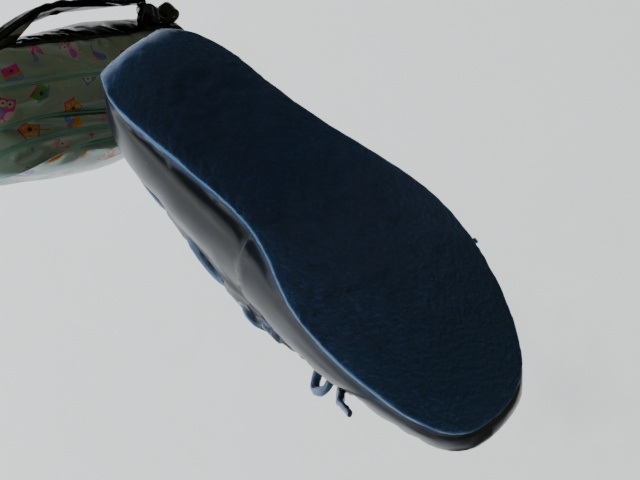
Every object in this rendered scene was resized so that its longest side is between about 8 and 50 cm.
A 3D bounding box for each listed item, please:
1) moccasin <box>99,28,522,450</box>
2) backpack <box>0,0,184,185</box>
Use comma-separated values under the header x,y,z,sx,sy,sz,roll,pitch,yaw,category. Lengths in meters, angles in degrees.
x,y,z,sx,sy,sz,roll,pitch,yaw,category
0.000,0.000,1.090,0.138,0.117,0.342,-32,-116,-18,moccasin
-0.194,-0.103,1.288,0.182,0.152,0.115,-16,-98,-49,backpack
